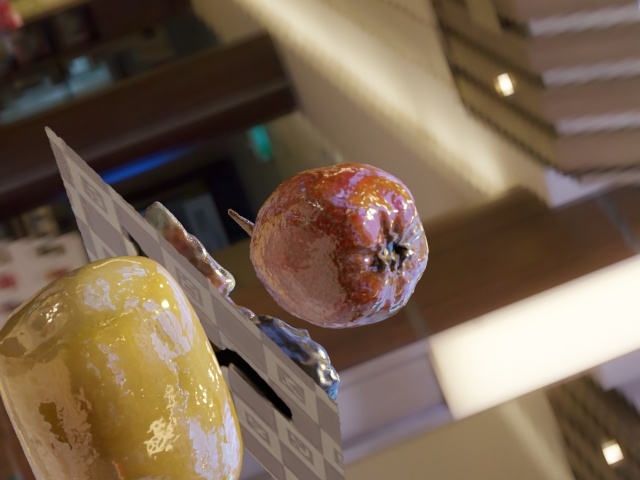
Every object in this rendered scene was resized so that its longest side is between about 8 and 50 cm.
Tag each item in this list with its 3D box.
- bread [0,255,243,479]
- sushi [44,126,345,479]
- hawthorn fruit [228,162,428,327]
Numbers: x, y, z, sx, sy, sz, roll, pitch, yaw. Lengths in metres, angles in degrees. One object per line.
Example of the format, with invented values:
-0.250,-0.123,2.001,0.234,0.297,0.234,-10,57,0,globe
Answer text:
-0.129,0.120,1.244,0.098,0.147,0.217,39,-24,49,bread
-0.078,0.078,1.613,0.359,0.064,0.343,43,-19,23,sushi
0.000,0.000,2.312,0.262,0.210,0.210,13,-47,38,hawthorn fruit
